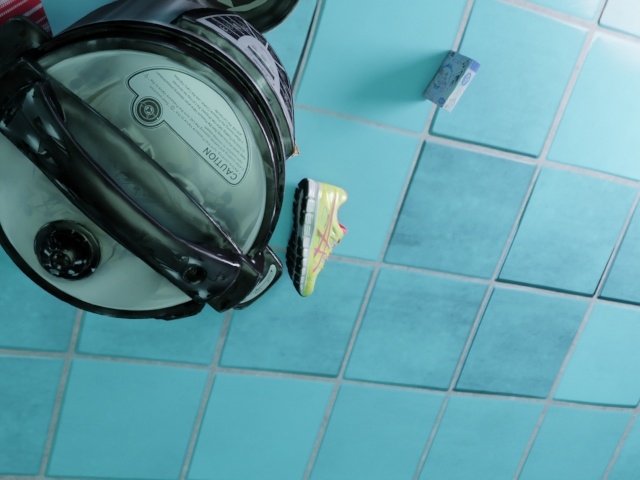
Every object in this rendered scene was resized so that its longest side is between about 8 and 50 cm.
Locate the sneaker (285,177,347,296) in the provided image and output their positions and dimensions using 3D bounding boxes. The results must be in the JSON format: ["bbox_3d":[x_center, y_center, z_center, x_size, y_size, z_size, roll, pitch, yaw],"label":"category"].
[{"bbox_3d":[0.000,0.000,1.449,0.094,0.081,0.209,1,113,-23],"label":"sneaker"}]

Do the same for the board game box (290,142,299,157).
[{"bbox_3d":[-0.133,-0.195,1.330,0.146,0.045,0.194,-24,119,-8],"label":"board game box"}]

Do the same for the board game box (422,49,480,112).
[{"bbox_3d":[0.212,-0.261,1.398,0.020,0.090,0.090,28,102,-24],"label":"board game box"}]

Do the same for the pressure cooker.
[{"bbox_3d":[-0.218,-0.102,1.085,0.369,0.420,0.376,3,112,-3],"label":"pressure cooker"}]

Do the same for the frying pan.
[{"bbox_3d":[-0.069,-0.439,1.238,0.326,0.053,0.197,-44,120,1],"label":"frying pan"}]

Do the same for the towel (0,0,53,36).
[{"bbox_3d":[-0.433,-0.347,1.079,0.031,0.199,0.275,-7,120,16],"label":"towel"}]
